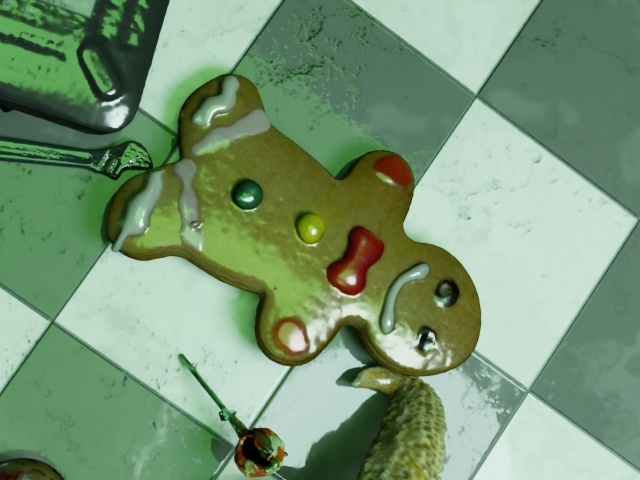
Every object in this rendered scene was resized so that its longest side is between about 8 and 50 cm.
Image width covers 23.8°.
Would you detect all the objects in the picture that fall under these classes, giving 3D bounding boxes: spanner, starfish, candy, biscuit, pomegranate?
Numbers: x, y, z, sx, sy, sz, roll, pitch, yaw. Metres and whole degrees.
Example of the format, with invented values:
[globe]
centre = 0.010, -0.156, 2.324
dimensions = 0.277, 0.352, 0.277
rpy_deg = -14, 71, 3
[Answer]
[spanner]
centre = -0.289, -0.097, 1.686
dimensions = 0.209, 0.012, 0.046
rpy_deg = 6, 85, -11
[starfish]
centre = -0.002, 0.302, 1.593
dimensions = 0.432, 0.324, 0.082
rpy_deg = -35, 133, -18
[candy]
centre = -0.103, 0.187, 1.657
dimensions = 0.055, 0.049, 0.184
rpy_deg = -33, 58, -16
[biscuit]
centre = 0.000, 0.000, 1.695
dimensions = 0.432, 0.064, 0.283
rpy_deg = 35, 74, -4
[pomegranate]
centre = -0.315, 0.288, 1.604
dimensions = 0.130, 0.130, 0.130
rpy_deg = 1, 86, -12

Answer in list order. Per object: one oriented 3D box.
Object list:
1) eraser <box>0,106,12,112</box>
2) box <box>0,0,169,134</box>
[eraser]
centre = -0.366, -0.316, 1.639
dimensions = 0.155, 0.101, 0.332
rpy_deg = -33, 95, -14
[box]
centre = -0.297, -0.276, 1.563
dimensions = 0.290, 0.073, 0.289
rpy_deg = 19, 81, -16
